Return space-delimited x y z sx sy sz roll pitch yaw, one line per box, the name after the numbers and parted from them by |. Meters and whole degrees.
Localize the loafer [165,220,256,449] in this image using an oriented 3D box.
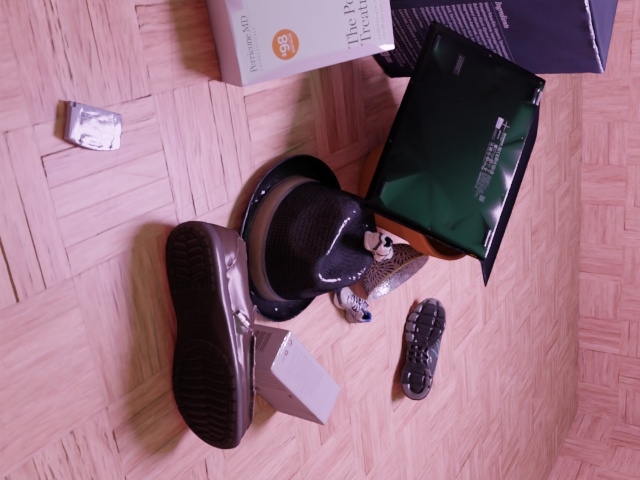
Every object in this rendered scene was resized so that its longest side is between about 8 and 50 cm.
-0.144 0.145 1.060 0.130 0.134 0.365 -17 110 -55 | loafer

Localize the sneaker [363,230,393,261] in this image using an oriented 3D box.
0.116 0.013 1.249 0.109 0.044 0.040 34 59 -61 | sneaker

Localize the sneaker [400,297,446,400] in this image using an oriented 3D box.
0.262 0.281 1.778 0.106 0.101 0.267 55 50 -72 | sneaker

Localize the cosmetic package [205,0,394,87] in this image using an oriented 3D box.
-0.046 -0.453 1.040 0.284 0.097 0.377 -20 115 -21 | cosmetic package

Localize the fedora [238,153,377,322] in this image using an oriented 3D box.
0.000 0.000 1.243 0.334 0.153 0.334 -13 106 -56 | fedora

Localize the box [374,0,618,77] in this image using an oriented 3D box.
0.356 -0.612 1.396 0.297 0.472 0.479 38 64 -53 | box

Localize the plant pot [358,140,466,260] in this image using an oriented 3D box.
0.221 -0.116 1.484 0.291 0.203 0.290 -11 107 -42 | plant pot

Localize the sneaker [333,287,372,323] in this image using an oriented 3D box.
0.074 0.135 1.470 0.135 0.058 0.052 52 53 -47 | sneaker

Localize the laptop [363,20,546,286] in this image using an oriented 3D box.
0.289 -0.152 1.389 0.408 0.236 0.382 23 80 -15 | laptop

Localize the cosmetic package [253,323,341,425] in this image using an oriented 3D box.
-0.066 0.239 1.217 0.231 0.117 0.085 56 51 -44 | cosmetic package

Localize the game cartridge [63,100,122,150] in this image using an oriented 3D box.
-0.295 -0.145 0.887 0.083 0.017 0.056 7 86 -57 | game cartridge

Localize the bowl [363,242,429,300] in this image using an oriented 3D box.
0.152 0.055 1.532 0.170 0.080 0.170 -32 161 -12 | bowl
